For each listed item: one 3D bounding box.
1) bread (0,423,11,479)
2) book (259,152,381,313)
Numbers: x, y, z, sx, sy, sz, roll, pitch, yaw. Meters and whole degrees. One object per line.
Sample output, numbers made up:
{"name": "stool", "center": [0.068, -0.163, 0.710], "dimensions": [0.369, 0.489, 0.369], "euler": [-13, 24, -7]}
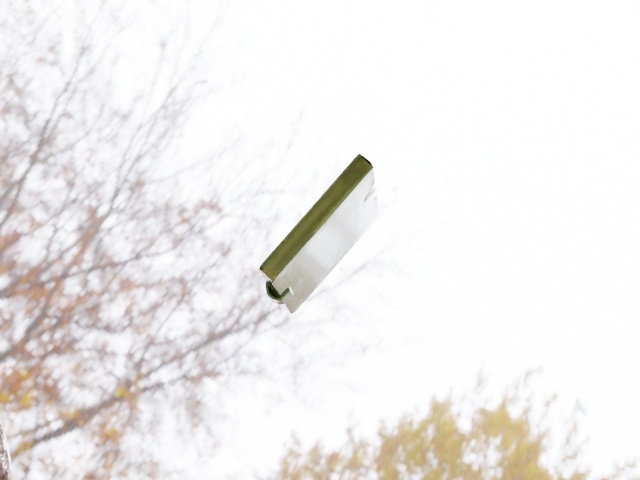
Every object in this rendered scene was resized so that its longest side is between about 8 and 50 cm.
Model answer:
{"name": "bread", "center": [-0.292, 0.287, 1.101], "dimensions": [0.109, 0.185, 0.380], "euler": [-10, -67, -25]}
{"name": "book", "center": [0.000, 0.000, 0.929], "dimensions": [0.017, 0.135, 0.103], "euler": [40, -96, 11]}
